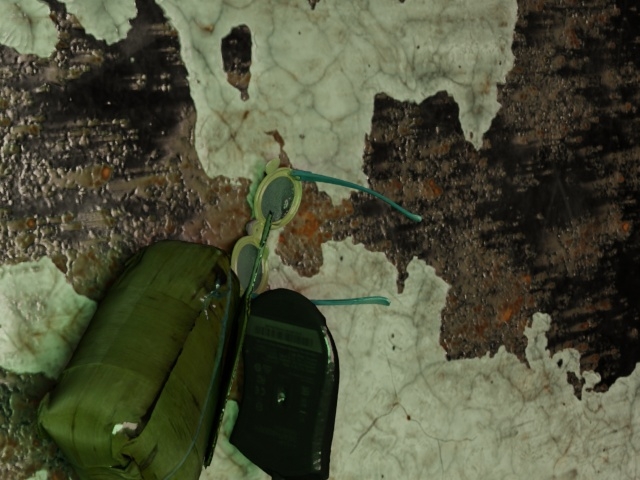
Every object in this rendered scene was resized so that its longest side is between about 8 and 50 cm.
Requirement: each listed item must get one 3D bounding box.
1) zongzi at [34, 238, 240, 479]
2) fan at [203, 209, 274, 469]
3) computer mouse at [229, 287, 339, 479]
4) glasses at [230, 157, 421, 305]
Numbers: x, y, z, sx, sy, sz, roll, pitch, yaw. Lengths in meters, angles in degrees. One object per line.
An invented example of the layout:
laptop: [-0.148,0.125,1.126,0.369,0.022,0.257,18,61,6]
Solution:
zongzi: [-0.176,0.208,1.656,0.323,0.160,0.360,-60,148,-38]
fan: [-0.100,0.121,1.647,0.011,0.229,0.335,14,105,-6]
computer mouse: [-0.031,0.189,1.732,0.088,0.147,0.264,-4,107,-56]
glasses: [0.007,0.013,1.770,0.088,0.220,0.190,70,38,-66]
